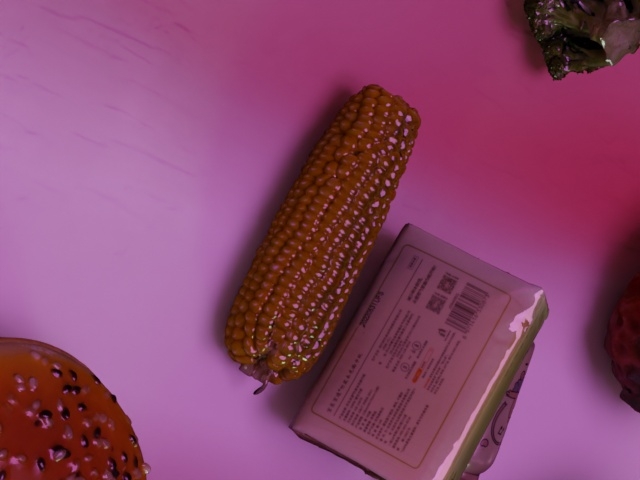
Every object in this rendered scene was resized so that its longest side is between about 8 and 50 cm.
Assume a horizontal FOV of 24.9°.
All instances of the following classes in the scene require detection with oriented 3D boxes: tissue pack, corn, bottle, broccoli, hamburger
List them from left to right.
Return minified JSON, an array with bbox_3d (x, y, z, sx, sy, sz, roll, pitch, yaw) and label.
[{"bbox_3d":[-0.273,0.216,1.130,0.300,0.176,0.300,-10,106,-38],"label":"hamburger"},{"bbox_3d":[0.000,0.000,1.344,0.101,0.101,0.310,30,83,-39],"label":"corn"},{"bbox_3d":[0.100,0.123,1.400,0.234,0.159,0.125,-61,164,-10],"label":"tissue pack"},{"bbox_3d":[0.140,0.185,1.505,0.110,0.097,0.209,21,88,-32],"label":"bottle"},{"bbox_3d":[0.281,-0.238,1.496,0.145,0.138,0.162,30,114,-33],"label":"broccoli"}]

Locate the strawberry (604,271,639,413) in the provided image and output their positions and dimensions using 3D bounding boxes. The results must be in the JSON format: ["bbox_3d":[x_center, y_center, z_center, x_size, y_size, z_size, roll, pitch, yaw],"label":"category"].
[{"bbox_3d":[0.458,0.077,1.715,0.265,0.149,0.336,53,58,-27],"label":"strawberry"}]
